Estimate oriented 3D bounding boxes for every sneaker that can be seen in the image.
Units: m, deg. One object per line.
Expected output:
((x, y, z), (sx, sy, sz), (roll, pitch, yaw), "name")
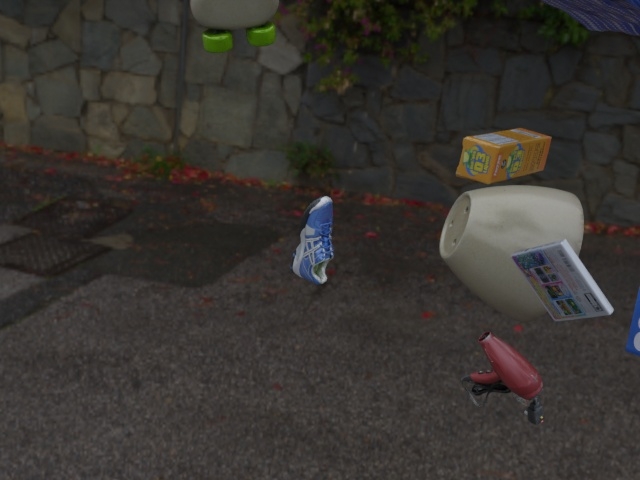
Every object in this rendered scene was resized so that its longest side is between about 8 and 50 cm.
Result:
((0.000, 0.000, 1.594), (0.080, 0.211, 0.081), (-22, 46, -41), "sneaker")

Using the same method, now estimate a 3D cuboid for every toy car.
((-0.160, -0.434, 1.273), (0.149, 0.155, 0.188), (-12, 37, -11), "toy car")

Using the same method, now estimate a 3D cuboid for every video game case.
((0.436, 0.076, 1.345), (0.019, 0.157, 0.143), (-39, 6, -25), "video game case")

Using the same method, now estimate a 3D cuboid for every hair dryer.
((0.429, 0.338, 1.799), (0.224, 0.293, 0.080), (11, 43, 30), "hair dryer")

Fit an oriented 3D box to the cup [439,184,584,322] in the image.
((0.423, 0.002, 1.745), (0.237, 0.331, 0.331), (20, 18, -9), "cup")

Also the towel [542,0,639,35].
((0.478, -0.375, 1.218), (0.243, 0.040, 0.336), (14, 15, -27), "towel")

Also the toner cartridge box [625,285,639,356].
((0.723, 0.081, 1.447), (0.165, 0.347, 0.075), (19, 22, 40), "toner cartridge box")

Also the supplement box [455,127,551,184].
((0.351, -0.162, 1.405), (0.080, 0.078, 0.233), (25, 27, 36), "supplement box")
